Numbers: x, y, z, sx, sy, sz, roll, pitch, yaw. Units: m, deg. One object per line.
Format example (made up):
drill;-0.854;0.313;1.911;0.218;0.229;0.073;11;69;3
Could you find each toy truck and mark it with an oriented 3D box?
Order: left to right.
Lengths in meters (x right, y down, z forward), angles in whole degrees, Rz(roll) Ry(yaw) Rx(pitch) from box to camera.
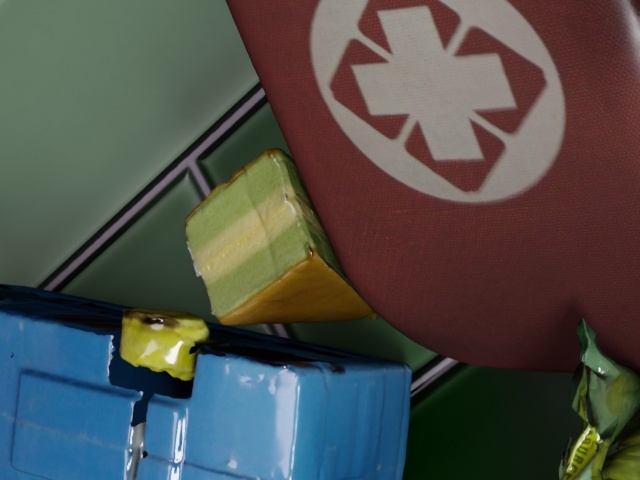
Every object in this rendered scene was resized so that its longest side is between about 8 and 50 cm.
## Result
toy truck;-0.136;0.113;0.949;0.385;0.162;0.161;7;92;36

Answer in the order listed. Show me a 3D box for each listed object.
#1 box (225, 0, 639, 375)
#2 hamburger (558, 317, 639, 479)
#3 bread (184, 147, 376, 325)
box;0.076;-0.104;0.732;0.263;0.108;0.404;0;124;39
hamburger;0.179;0.147;0.706;0.125;0.214;0.235;-14;79;24
bread;0.003;0.000;0.869;0.084;0.139;0.074;-36;65;36
